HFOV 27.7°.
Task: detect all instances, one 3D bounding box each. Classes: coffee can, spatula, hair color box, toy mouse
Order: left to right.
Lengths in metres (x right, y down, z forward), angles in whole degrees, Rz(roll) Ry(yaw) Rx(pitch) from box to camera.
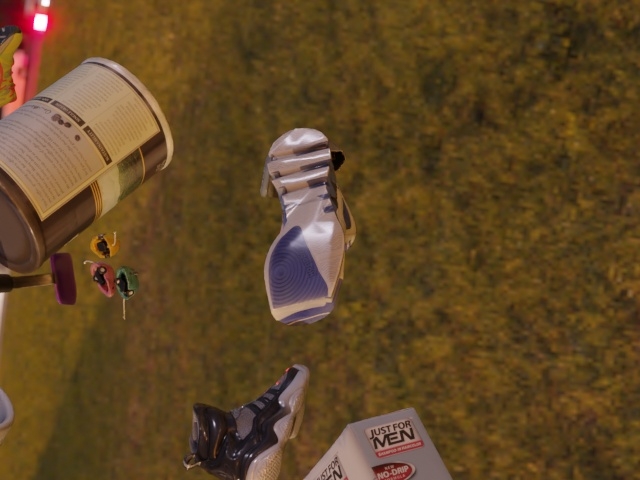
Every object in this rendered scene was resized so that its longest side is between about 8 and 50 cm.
[{"bbox_3d":[-0.436,0.061,1.911,0.030,0.296,0.084,-11,86,24],"label":"spatula"},{"bbox_3d":[-0.378,-0.112,1.878,0.275,0.201,0.201,-43,-3,-32],"label":"coffee can"},{"bbox_3d":[-0.328,0.056,2.090,0.161,0.031,0.143,-12,101,54],"label":"toy mouse"},{"bbox_3d":[0.120,0.417,1.600,0.374,0.114,0.185,61,140,25],"label":"hair color box"}]

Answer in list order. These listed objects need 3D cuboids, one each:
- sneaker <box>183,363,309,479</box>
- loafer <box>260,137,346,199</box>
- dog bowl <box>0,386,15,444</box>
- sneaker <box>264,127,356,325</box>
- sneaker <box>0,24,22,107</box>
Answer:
[{"bbox_3d":[-0.113,0.266,1.966,0.268,0.153,0.101,-64,-13,-52],"label":"sneaker"},{"bbox_3d":[-0.027,-0.133,2.285,0.251,0.087,0.094,-41,-34,-57],"label":"loafer"},{"bbox_3d":[-0.497,0.189,1.508,0.104,0.265,0.265,-59,24,6],"label":"dog bowl"},{"bbox_3d":[0.000,-0.001,2.019,0.182,0.127,0.315,58,-154,-55],"label":"sneaker"},{"bbox_3d":[-0.579,-0.291,2.331,0.208,0.094,0.081,-54,31,20],"label":"sneaker"}]
